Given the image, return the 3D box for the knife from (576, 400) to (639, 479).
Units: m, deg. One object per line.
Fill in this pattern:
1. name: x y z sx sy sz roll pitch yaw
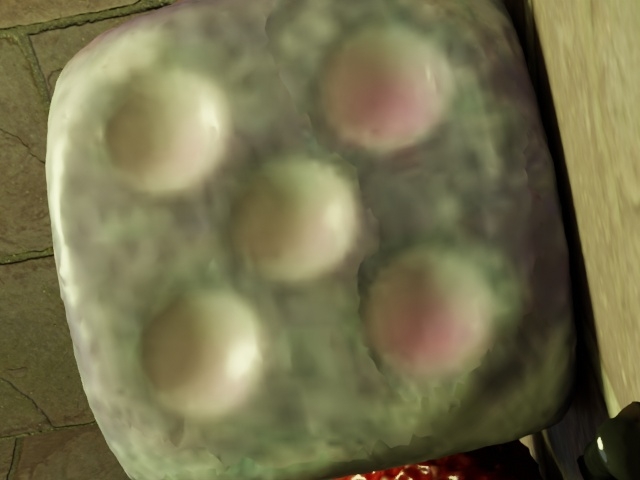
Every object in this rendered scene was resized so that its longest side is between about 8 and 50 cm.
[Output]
1. knife: 0.141 0.121 0.547 0.230 0.028 0.060 64 -176 -73

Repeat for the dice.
1. dice: 0.000 0.000 0.714 0.270 0.270 0.271 42 -142 -84

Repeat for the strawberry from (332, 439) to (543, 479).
1. strawberry: 0.116 0.234 0.878 0.244 0.205 0.205 161 99 -71
